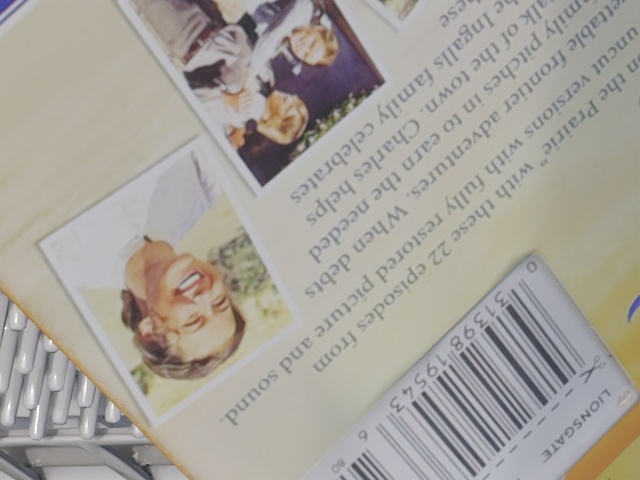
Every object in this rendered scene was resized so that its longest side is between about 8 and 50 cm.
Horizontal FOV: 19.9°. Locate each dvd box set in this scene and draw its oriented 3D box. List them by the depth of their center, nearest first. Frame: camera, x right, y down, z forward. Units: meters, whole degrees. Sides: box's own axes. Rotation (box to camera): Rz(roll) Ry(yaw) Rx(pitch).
[{"bbox_3d":[0.015,-0.113,0.431,0.307,0.062,0.420,-44,125,-6],"label":"dvd box set"}]

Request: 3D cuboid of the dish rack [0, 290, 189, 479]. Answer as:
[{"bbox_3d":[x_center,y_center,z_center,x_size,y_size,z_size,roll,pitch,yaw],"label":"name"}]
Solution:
[{"bbox_3d":[-0.126,0.034,0.710,0.333,0.285,0.072,43,48,-62],"label":"dish rack"}]
